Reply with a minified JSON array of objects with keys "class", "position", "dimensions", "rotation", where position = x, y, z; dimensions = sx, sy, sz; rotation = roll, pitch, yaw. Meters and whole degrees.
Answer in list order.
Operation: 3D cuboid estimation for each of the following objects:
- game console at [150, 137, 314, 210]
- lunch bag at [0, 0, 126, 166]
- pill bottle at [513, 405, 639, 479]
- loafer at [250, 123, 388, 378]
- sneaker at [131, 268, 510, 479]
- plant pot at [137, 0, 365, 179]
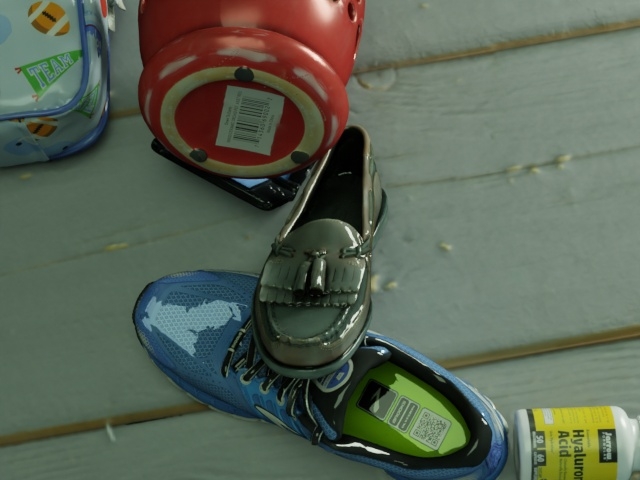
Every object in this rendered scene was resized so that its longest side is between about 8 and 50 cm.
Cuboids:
[{"class":"game console","position":[-0.068,-0.089,1.221],"dimensions":[0.122,0.107,0.071],"rotation":[28,107,11]},{"class":"lunch bag","position":[-0.327,-0.186,1.241],"dimensions":[0.303,0.115,0.243],"rotation":[-7,73,3]},{"class":"pill bottle","position":[0.217,0.167,1.138],"dimensions":[0.116,0.065,0.065],"rotation":[-3,75,2]},{"class":"loafer","position":[0.000,0.000,1.108],"dimensions":[0.096,0.084,0.267],"rotation":[4,33,8]},{"class":"sneaker","position":[0.001,0.102,1.126],"dimensions":[0.330,0.147,0.130],"rotation":[21,78,9]},{"class":"plant pot","position":[-0.062,-0.160,1.152],"dimensions":[0.191,0.191,0.174],"rotation":[3,53,4]}]
